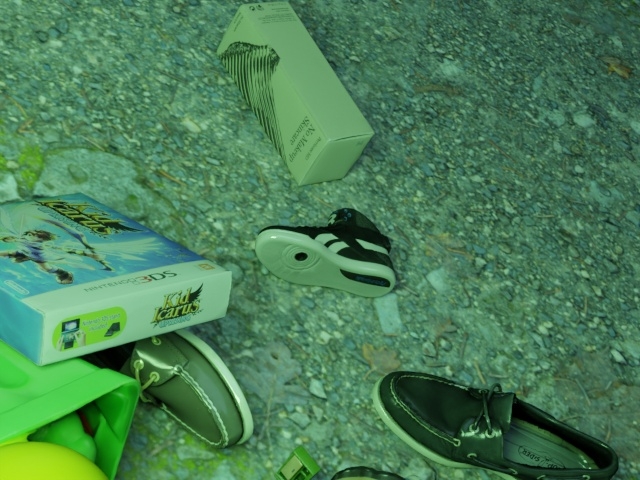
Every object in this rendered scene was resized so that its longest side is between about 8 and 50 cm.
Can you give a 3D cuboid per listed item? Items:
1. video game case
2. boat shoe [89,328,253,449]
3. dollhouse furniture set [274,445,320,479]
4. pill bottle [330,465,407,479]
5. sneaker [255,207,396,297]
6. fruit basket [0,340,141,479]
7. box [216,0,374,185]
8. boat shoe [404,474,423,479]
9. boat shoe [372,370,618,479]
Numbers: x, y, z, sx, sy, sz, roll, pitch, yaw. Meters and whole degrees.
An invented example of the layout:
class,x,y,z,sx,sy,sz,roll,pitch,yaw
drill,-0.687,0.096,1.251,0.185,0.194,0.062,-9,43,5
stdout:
class,x,y,z,sx,sy,sz,roll,pitch,yaw
video game case,-0.273,0.029,1.272,0.269,0.061,0.244,25,24,36
boat shoe,-0.203,0.135,1.383,0.305,0.109,0.091,44,44,17
dollhouse furniture set,-0.067,0.297,1.358,0.151,0.058,0.076,-27,70,-44
pill bottle,0.037,0.369,1.307,0.122,0.123,0.219,28,53,-8
sneaker,0.000,0.000,1.654,0.217,0.079,0.121,20,41,-28
fruit basket,-0.296,0.264,1.061,0.392,0.283,0.392,14,33,-10
box,-0.041,-0.222,1.791,0.094,0.113,0.275,-12,59,-38
boat shoe,0.130,0.368,1.424,0.066,0.066,0.183,-15,53,-35
boat shoe,0.235,0.244,1.554,0.340,0.113,0.127,31,44,-5
